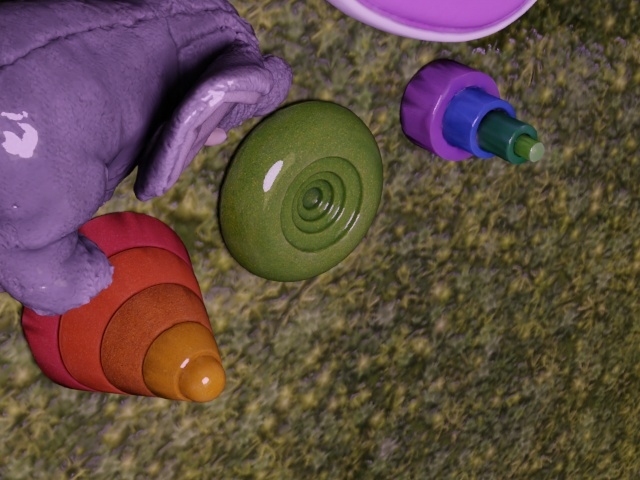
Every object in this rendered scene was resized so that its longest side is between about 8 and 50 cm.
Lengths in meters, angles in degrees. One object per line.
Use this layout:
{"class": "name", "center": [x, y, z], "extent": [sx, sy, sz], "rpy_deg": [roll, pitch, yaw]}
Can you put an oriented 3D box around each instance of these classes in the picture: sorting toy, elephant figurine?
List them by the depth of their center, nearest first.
{"class": "elephant figurine", "center": [-0.100, -0.089, 0.682], "extent": [0.239, 0.186, 0.169], "rpy_deg": [-34, 116, -21]}
{"class": "sorting toy", "center": [0.000, 0.000, 0.828], "extent": [0.365, 0.126, 0.127], "rpy_deg": [-32, 129, -23]}

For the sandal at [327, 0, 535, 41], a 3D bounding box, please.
{"class": "sandal", "center": [0.031, -0.229, 0.749], "extent": [0.416, 0.102, 0.169], "rpy_deg": [29, 92, -45]}
